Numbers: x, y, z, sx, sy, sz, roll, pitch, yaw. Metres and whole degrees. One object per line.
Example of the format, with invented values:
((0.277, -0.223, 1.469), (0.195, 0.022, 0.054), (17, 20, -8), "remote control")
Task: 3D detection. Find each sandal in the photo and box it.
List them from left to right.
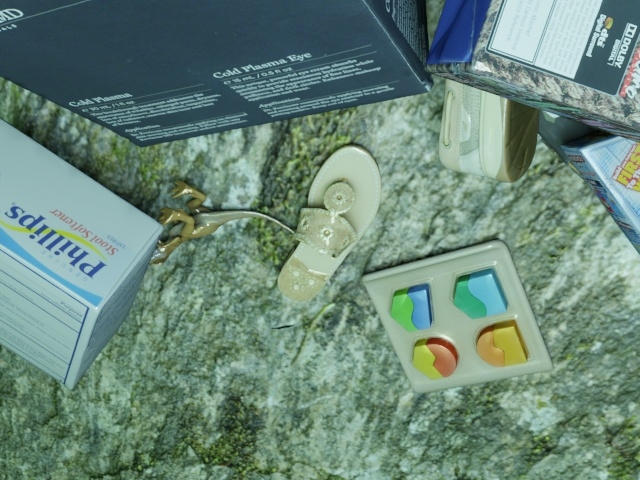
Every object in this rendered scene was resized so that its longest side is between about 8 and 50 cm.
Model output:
((0.006, 0.003, 0.898), (0.088, 0.079, 0.240), (23, 125, -6), "sandal")

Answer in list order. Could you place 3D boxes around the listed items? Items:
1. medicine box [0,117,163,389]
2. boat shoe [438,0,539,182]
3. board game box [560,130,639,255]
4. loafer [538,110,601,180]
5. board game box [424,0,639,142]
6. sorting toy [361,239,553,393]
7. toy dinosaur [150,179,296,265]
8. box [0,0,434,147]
((-0.378, 0.025, 0.959), (0.263, 0.149, 0.289), (34, 142, -4), "medicine box")
((0.159, -0.208, 0.708), (0.098, 0.109, 0.302), (15, 117, 38), "boat shoe")
((0.345, -0.070, 0.710), (0.194, 0.060, 0.194), (37, 97, -7), "board game box")
((0.268, -0.105, 0.760), (0.170, 0.061, 0.062), (37, 126, -5), "loafer")
((0.264, -0.199, 0.568), (0.291, 0.141, 0.232), (17, 100, -10), "board game box")
((0.173, 0.109, 0.937), (0.193, 0.038, 0.208), (-17, 114, 26), "sorting toy")
((-0.150, -0.028, 0.962), (0.211, 0.064, 0.112), (-17, 145, 22), "toy dinosaur")
((-0.110, -0.233, 0.638), (0.343, 0.312, 0.179), (-7, 78, 22), "box")
